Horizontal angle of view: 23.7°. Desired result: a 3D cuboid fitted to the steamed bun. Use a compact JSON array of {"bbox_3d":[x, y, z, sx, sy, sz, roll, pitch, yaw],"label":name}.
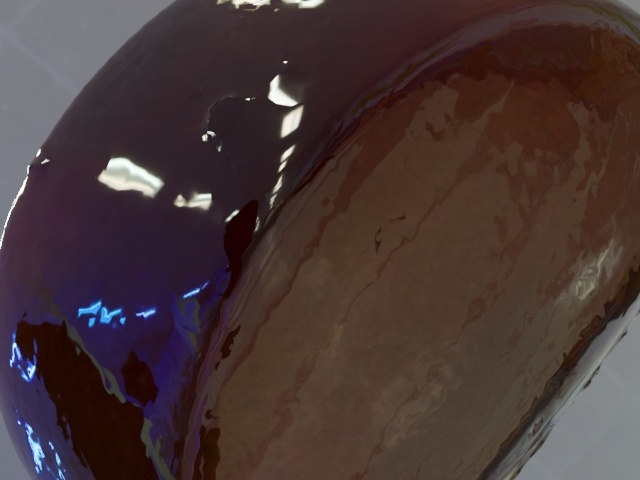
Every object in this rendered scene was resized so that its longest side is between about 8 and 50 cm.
[{"bbox_3d":[0.000,0.000,0.765,0.379,0.235,0.248,-51,-46,-9],"label":"steamed bun"}]
